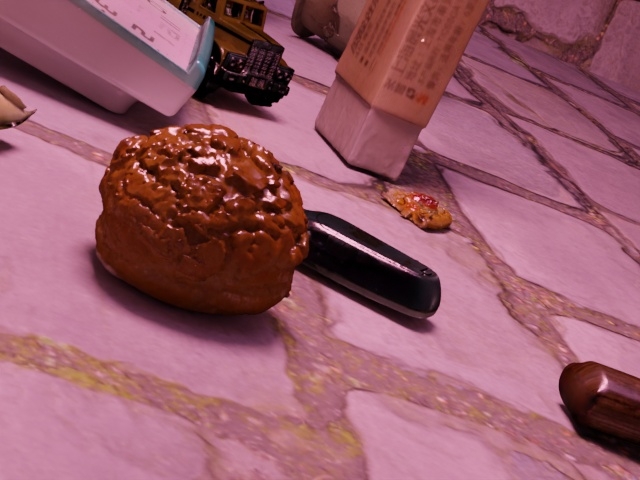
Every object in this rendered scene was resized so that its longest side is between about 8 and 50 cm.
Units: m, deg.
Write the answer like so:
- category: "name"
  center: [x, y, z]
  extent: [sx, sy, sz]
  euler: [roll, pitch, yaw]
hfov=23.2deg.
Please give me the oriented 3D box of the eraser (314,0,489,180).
- category: "eraser"
  center: [0.109, -0.244, 1.689]
  extent: [0.078, 0.343, 0.144]
  euler: [20, 15, -24]

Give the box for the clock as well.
- category: "clock"
  center: [-0.223, -0.213, 1.513]
  extent: [0.231, 0.116, 0.262]
  euler: [35, 14, -12]

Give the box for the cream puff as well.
- category: "cream puff"
  center: [-0.078, -0.020, 1.079]
  extent: [0.150, 0.115, 0.165]
  euler: [30, 14, 6]

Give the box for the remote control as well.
- category: "remote control"
  center: [0.000, 0.000, 1.273]
  extent: [0.222, 0.042, 0.072]
  euler: [29, 13, 15]

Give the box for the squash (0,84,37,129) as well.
- category: "squash"
  center: [-0.329, -0.146, 1.134]
  extent: [0.252, 0.093, 0.169]
  euler: [-16, 87, -67]

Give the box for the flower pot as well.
- category: "flower pot"
  center: [0.093, -0.327, 2.292]
  extent: [0.202, 0.212, 0.212]
  euler: [44, 21, 17]

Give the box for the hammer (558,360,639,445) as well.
- category: "hammer"
  center: [0.378, 0.176, 1.182]
  extent: [0.408, 0.095, 0.242]
  euler: [22, 15, -2]

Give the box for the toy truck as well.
- category: "toy truck"
  center: [-0.135, -0.245, 1.746]
  extent: [0.127, 0.127, 0.257]
  euler: [10, 24, -47]

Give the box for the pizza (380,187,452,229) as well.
- category: "pizza"
  center: [0.098, -0.037, 1.584]
  extent: [0.078, 0.025, 0.083]
  euler: [30, 17, 11]
